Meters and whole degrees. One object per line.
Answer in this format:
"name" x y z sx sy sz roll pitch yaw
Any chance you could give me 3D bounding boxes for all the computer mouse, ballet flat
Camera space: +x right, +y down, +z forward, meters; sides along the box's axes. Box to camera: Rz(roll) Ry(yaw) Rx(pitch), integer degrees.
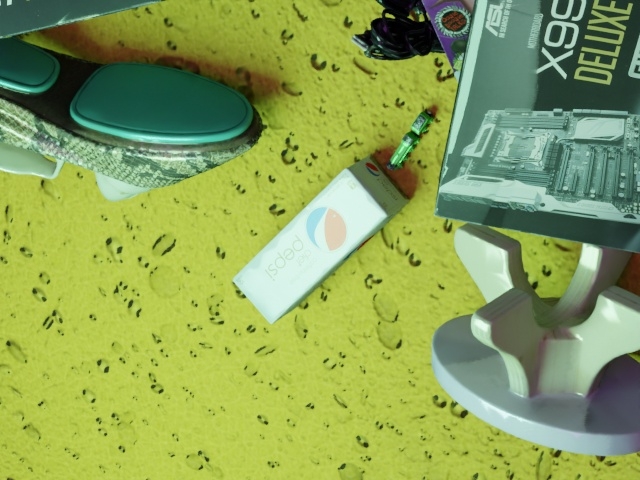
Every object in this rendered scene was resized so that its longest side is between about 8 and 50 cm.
"computer mouse" 0.053 -0.304 1.660 0.072 0.188 0.272 -26 82 40
"ballet flat" -0.299 -0.141 1.886 0.483 0.164 0.182 16 132 10

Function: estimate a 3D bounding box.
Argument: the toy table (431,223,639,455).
"toy table" 0.236 0.093 1.644 0.274 0.252 0.160 18 125 27

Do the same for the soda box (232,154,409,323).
"soda box" 0.000 0.000 1.827 0.074 0.069 0.216 49 122 5

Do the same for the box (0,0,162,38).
"box" -0.195 -0.291 1.649 0.318 0.395 0.097 -9 103 31

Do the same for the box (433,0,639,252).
"box" 0.253 -0.138 1.549 0.243 0.076 0.307 11 131 2

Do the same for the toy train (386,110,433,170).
"toy train" 0.098 -0.109 1.767 0.017 0.024 0.083 40 119 12

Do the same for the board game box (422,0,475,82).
"board game box" 0.277 -0.246 1.534 0.347 0.056 0.208 -13 124 21
